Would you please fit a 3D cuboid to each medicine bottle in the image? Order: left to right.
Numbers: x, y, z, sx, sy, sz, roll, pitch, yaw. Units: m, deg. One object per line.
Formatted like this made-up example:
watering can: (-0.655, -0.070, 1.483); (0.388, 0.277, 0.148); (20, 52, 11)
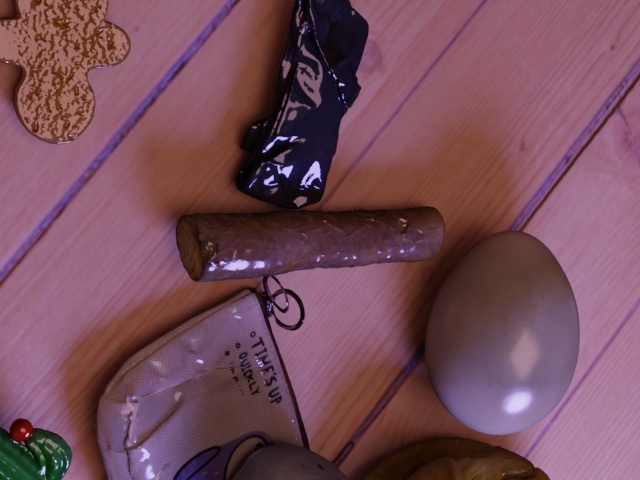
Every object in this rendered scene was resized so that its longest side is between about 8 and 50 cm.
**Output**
medicine bottle: (-0.020, 0.321, 1.480); (0.147, 0.143, 0.147); (-15, 116, -35)

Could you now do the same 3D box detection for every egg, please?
egg: (0.226, 0.113, 1.601); (0.189, 0.189, 0.253); (5, 92, -31)

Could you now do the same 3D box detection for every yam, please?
yam: (0.000, 0.000, 1.499); (0.357, 0.081, 0.081); (-3, 103, -33)

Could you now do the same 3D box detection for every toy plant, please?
toy plant: (-0.376, 0.239, 1.341); (0.240, 0.088, 0.154); (20, 106, -25)

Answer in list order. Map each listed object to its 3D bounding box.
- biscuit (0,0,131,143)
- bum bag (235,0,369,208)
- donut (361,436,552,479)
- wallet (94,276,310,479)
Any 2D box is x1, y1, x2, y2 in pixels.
biscuit: (-0.270, -0.219, 1.322); (0.158, 0.035, 0.240); (1, 101, -28)
bum bag: (-0.013, -0.156, 1.466); (0.123, 0.060, 0.248); (9, 106, -40)
donut: (0.166, 0.417, 1.651); (0.360, 0.170, 0.360); (-8, 105, -31)
wallet: (-0.120, 0.230, 1.497); (0.275, 0.068, 0.335); (-24, 114, -26)
